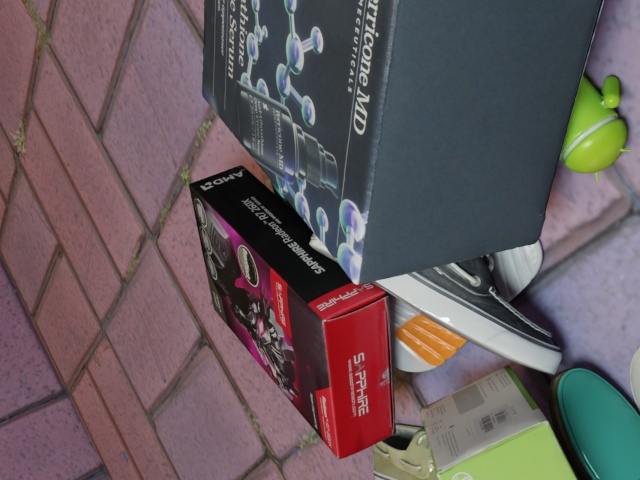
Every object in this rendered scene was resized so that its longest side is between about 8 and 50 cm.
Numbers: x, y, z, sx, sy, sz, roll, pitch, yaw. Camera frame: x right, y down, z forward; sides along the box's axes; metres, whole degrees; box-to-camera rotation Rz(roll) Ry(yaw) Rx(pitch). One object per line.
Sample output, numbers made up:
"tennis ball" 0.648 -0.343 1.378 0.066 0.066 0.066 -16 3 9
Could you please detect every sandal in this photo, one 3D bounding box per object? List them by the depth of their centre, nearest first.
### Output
"sandal" 0.165 0.065 1.058 0.102 0.076 0.265 50 124 1

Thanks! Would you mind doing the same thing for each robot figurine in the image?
"robot figurine" 0.241 -0.112 0.845 0.115 0.067 0.101 55 132 19

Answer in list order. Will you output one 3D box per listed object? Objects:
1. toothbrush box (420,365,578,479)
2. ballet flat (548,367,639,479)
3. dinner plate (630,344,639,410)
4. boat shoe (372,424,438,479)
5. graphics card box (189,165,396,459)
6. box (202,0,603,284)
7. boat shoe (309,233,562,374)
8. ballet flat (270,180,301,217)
"toothbrush box" 0.224 0.301 0.930 0.283 0.122 0.206 63 -175 -4
"ballet flat" 0.325 0.261 0.918 0.280 0.095 0.096 53 160 21
"dinner plate" 0.361 0.155 0.872 0.141 0.017 0.141 33 134 42
"boat shoe" 0.148 0.293 1.169 0.302 0.109 0.094 -22 88 59
"graphics card box" -0.043 0.081 1.167 0.371 0.094 0.233 44 149 46
"box" 0.048 -0.199 0.873 0.395 0.212 0.293 50 144 45
"boat shoe" 0.139 0.037 0.954 0.301 0.102 0.108 31 176 0
"ballet flat" 0.000 0.003 1.237 0.086 0.086 0.248 4 115 54
